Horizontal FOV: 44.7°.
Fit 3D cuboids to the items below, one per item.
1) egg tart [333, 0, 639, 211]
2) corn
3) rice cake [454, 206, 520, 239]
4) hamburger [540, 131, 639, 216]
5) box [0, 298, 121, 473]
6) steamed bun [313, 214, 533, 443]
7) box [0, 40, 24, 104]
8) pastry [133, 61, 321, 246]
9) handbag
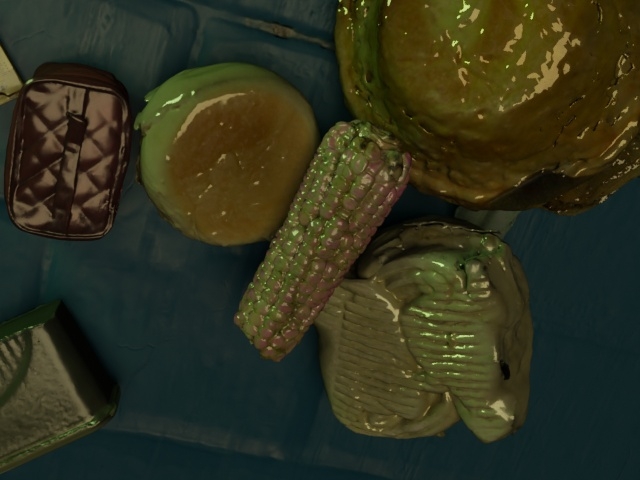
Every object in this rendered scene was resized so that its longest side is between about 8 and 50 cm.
[{"bbox_3d":[0.214,-0.250,0.960,0.443,0.178,0.443,4,102,18],"label":"egg tart"},{"bbox_3d":[0.001,0.001,1.009,0.126,0.127,0.335,24,107,-17],"label":"corn"},{"bbox_3d":[0.271,-0.085,1.126,0.085,0.040,0.226,37,130,15],"label":"rice cake"},{"bbox_3d":[0.385,-0.143,1.155,0.206,0.130,0.183,-32,111,21],"label":"hamburger"},{"bbox_3d":[-0.447,0.216,1.112,0.274,0.138,0.178,-23,106,-5],"label":"box"},{"bbox_3d":[0.172,0.113,1.132,0.346,0.237,0.394,40,129,2],"label":"steamed bun"},{"bbox_3d":[-0.447,-0.245,1.003,0.073,0.020,0.149,-25,111,-3],"label":"box"},{"bbox_3d":[-0.122,-0.113,1.037,0.264,0.133,0.265,-10,117,-20],"label":"pastry"},{"bbox_3d":[-0.326,-0.115,1.011,0.146,0.135,0.225,11,105,-19],"label":"handbag"}]
